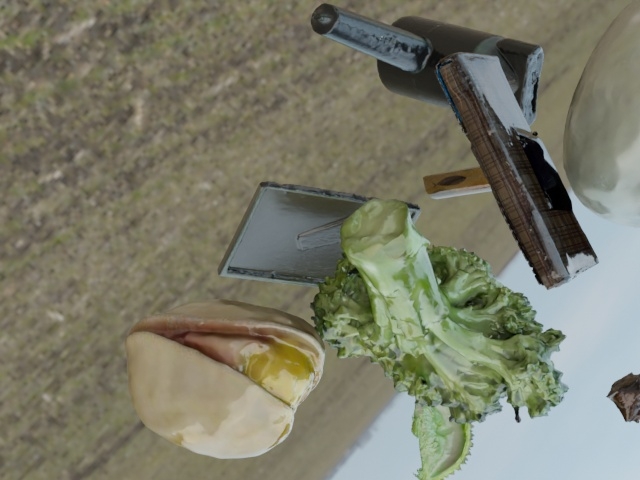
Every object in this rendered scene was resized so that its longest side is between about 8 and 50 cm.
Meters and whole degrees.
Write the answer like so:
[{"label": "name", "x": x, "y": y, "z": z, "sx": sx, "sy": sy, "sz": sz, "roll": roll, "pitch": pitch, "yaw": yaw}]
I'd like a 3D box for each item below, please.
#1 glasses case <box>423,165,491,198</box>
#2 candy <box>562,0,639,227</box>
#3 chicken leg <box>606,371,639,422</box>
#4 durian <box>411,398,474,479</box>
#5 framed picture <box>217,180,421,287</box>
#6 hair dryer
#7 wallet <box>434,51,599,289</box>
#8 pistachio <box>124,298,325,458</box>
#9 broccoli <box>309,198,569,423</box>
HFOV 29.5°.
[{"label": "glasses case", "x": 0.236, "y": -0.091, "z": 1.797, "sx": 0.065, "sy": 0.041, "sz": 0.170, "roll": -14, "pitch": -176, "yaw": -42}, {"label": "candy", "x": 0.357, "y": -0.142, "z": 1.202, "sx": 0.295, "sy": 0.185, "sz": 0.295, "roll": -30, "pitch": 148, "yaw": -21}, {"label": "chicken leg", "x": 0.607, "y": 0.293, "z": 1.939, "sx": 0.093, "sy": 0.304, "sz": 0.113, "roll": 64, "pitch": 45, "yaw": -80}, {"label": "durian", "x": 0.192, "y": 0.320, "z": 1.964, "sx": 0.086, "sy": 0.100, "sz": 0.215, "roll": 151, "pitch": -63, "yaw": -79}, {"label": "framed picture", "x": 0.000, "y": -0.001, "z": 1.825, "sx": 0.265, "sy": 0.018, "sz": 0.192, "roll": 8, "pitch": 133, "yaw": -25}, {"label": "hair dryer", "x": 0.131, "y": -0.243, "z": 1.588, "sx": 0.302, "sy": 0.244, "sz": 0.116, "roll": 9, "pitch": 99, "yaw": -43}, {"label": "wallet", "x": 0.185, "y": -0.068, "z": 1.128, "sx": 0.042, "sy": 0.230, "sz": 0.124, "roll": -32, "pitch": 172, "yaw": 29}, {"label": "pistachio", "x": -0.139, "y": 0.182, "z": 1.681, "sx": 0.309, "sy": 0.230, "sz": 0.230, "roll": -2, "pitch": -149, "yaw": 43}, {"label": "broccoli", "x": 0.107, "y": 0.073, "z": 1.642, "sx": 0.353, "sy": 0.397, "sz": 0.274, "roll": -21, "pitch": -130, "yaw": 45}]
